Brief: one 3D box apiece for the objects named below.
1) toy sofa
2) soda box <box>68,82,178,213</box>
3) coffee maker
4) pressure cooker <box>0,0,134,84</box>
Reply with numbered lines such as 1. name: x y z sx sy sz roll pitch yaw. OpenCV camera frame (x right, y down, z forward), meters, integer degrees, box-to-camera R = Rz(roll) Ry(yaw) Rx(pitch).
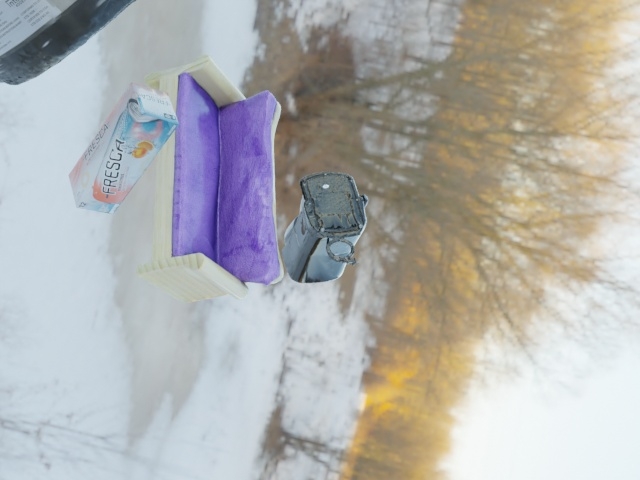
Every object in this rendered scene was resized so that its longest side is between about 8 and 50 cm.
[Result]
1. toy sofa: -0.168 -0.097 1.577 0.150 0.177 0.362 43 41 -59
2. soda box: -0.259 -0.116 1.325 0.183 0.058 0.063 -48 -131 32
3. coffee maker: 0.000 0.000 1.695 0.178 0.120 0.171 112 -9 -56
4. pressure cooker: -0.368 -0.420 1.068 0.370 0.420 0.375 -48 -151 -8
